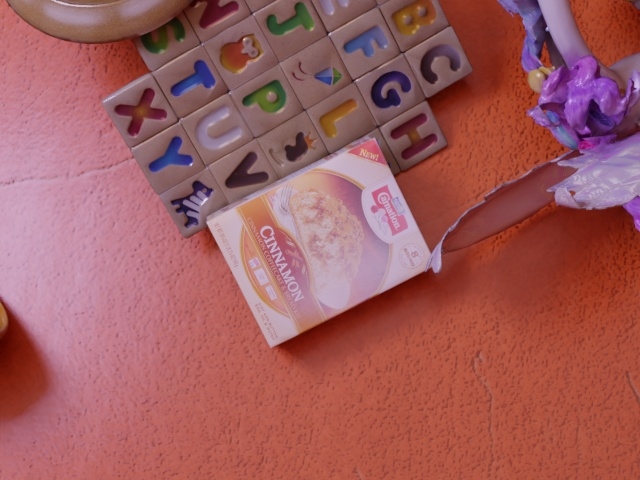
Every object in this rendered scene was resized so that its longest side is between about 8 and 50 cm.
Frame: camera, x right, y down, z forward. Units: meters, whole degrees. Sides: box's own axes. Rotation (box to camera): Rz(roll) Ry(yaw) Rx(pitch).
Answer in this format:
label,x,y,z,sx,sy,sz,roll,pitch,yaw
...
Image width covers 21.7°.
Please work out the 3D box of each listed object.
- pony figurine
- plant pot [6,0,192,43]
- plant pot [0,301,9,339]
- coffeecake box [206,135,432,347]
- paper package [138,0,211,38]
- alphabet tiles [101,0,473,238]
label,x,y,z,sx,sy,sz,roll,pitch,yaw
pony figurine,0.272,-0.123,1.588,0.351,0.303,0.363,-16,91,-31
plant pot,-0.210,-0.303,1.612,0.236,0.032,0.236,-3,71,8
plant pot,-0.446,0.100,1.651,0.205,0.205,0.188,40,99,12
coffeecake box,0.000,0.000,1.665,0.185,0.068,0.142,-27,97,-1
paper package,-0.122,-0.375,1.730,0.325,0.168,0.309,-36,75,-1
alphabet tiles,-0.029,-0.154,1.663,0.342,0.011,0.285,-30,115,-2
